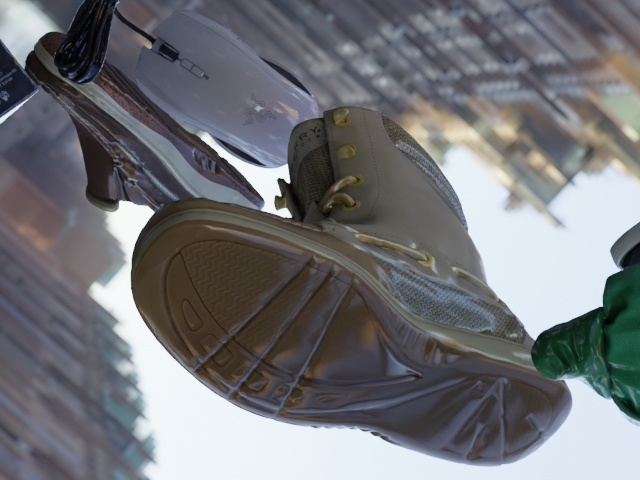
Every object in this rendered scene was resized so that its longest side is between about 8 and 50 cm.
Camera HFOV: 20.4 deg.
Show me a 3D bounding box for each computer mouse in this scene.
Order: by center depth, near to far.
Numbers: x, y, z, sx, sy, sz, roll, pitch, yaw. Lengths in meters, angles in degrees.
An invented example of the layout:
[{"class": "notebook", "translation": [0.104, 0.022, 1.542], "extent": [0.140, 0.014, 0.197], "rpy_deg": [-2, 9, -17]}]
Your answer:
[{"class": "computer mouse", "translation": [-0.086, -0.117, 1.163], "extent": [0.106, 0.193, 0.042], "rpy_deg": [-58, 161, 1]}]

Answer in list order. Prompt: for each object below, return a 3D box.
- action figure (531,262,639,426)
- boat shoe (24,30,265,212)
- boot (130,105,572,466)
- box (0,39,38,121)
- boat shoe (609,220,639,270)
[{"class": "action figure", "translation": [0.209, 0.040, 0.783], "extent": [0.232, 0.137, 0.063], "rpy_deg": [-5, -165, 4]}, {"class": "boat shoe", "translation": [-0.153, -0.063, 1.432], "extent": [0.095, 0.257, 0.095], "rpy_deg": [-46, -142, 6]}, {"class": "boot", "translation": [0.000, 0.000, 0.934], "extent": [0.095, 0.262, 0.203], "rpy_deg": [-52, -144, 26]}, {"class": "box", "translation": [-0.342, -0.138, 1.481], "extent": [0.093, 0.158, 0.156], "rpy_deg": [-43, -171, -38]}, {"class": "boat shoe", "translation": [0.342, -0.020, 1.420], "extent": [0.254, 0.079, 0.095], "rpy_deg": [-36, 154, 30]}]
